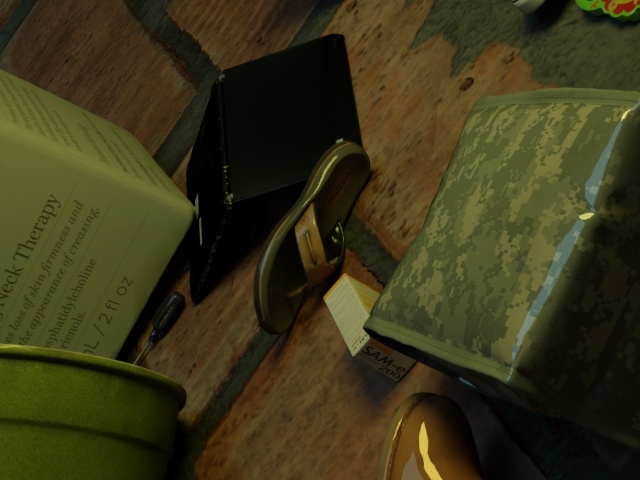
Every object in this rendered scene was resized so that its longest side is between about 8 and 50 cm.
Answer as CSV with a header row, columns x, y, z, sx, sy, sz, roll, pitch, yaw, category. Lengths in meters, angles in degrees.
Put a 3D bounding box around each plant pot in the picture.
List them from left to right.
x,y,z,sx,sy,sz,roll,pitch,yaw,category
-0.334,0.320,1.449,0.366,0.366,0.353,-18,63,47,plant pot

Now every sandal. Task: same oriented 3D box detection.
x,y,z,sx,sy,sz,roll,pitch,yaw,category
0.000,0.000,1.471,0.060,0.090,0.219,25,78,36,sandal

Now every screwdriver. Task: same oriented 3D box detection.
x,y,z,sx,sy,sz,roll,pitch,yaw,category
-0.210,0.133,1.699,0.170,0.025,0.024,-60,32,16,screwdriver

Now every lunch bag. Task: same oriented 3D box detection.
x,y,z,sx,sy,sz,roll,pitch,yaw,category
0.171,0.010,1.122,0.287,0.169,0.235,18,82,62,lunch bag

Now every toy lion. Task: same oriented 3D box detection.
x,y,z,sx,sy,sz,roll,pitch,yaw,category
0.279,-0.241,1.311,0.100,0.034,0.096,-28,52,40,toy lion

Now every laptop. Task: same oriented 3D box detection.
x,y,z,sx,sy,sz,roll,pitch,yaw,category
-0.064,-0.088,1.672,0.234,0.136,0.264,-97,22,-44,laptop

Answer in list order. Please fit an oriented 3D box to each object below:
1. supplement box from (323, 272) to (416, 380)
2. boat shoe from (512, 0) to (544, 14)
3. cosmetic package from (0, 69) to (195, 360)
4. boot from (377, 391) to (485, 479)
x,y,z,sx,sy,sz,roll,pitch,yaw,category
0.048,0.082,1.338,0.036,0.062,0.098,-49,33,15,supplement box
0.217,-0.326,1.409,0.078,0.070,0.219,-31,37,59,boat shoe
-0.432,-0.026,1.743,0.329,0.393,0.327,-61,30,10,cosmetic package
0.149,0.221,1.042,0.220,0.109,0.283,-29,45,41,boot
